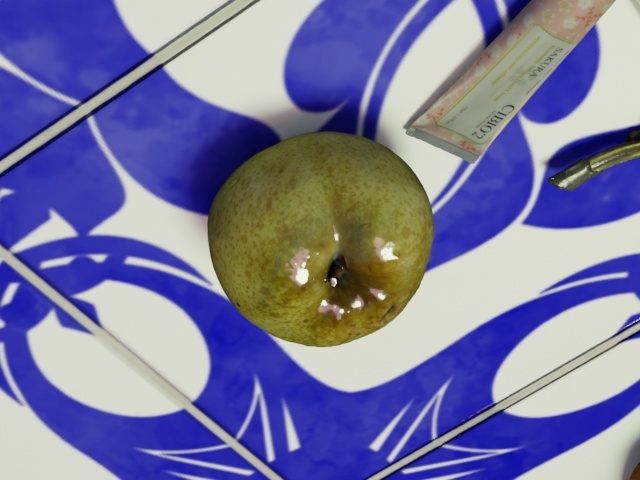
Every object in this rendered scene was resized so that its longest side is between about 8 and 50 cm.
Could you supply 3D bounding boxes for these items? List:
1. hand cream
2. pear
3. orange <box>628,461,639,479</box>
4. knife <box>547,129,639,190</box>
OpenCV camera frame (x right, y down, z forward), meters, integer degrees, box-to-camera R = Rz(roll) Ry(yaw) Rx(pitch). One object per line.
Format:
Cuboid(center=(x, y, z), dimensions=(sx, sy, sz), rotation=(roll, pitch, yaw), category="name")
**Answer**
Cuboid(center=(0.147, -0.135, 1.218), dimensions=(0.067, 0.043, 0.210), rotation=(20, 129, -28), category="hand cream")
Cuboid(center=(0.000, 0.000, 1.235), dimensions=(0.167, 0.136, 0.167), rotation=(-6, 127, -9), category="pear")
Cuboid(center=(0.403, 0.260, 1.531), dimensions=(0.249, 0.183, 0.249), rotation=(-8, 134, -8), category="orange")
Cuboid(center=(0.282, -0.083, 1.305), dimensions=(0.222, 0.021, 0.045), rotation=(-24, 133, 3), category="knife")
